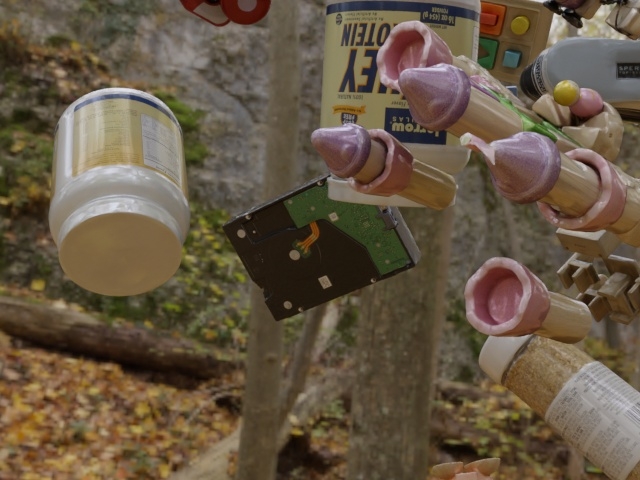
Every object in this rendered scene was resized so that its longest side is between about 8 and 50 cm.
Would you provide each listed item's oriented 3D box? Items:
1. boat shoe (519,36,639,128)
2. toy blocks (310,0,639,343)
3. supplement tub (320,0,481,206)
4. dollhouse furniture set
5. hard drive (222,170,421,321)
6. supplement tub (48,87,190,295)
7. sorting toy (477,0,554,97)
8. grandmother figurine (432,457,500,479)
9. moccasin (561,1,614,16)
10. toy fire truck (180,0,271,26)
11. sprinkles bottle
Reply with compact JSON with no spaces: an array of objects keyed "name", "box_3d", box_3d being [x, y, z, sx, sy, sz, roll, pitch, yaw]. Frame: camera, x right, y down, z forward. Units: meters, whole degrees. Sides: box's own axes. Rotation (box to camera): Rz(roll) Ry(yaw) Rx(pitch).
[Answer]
[{"name":"boat shoe","box_3d":[0.404,-0.192,1.143,0.307,0.113,0.105,-2,-2,-9]},{"name":"toy blocks","box_3d":[0.150,-0.117,0.771,0.260,0.309,0.288,19,23,-41]},{"name":"supplement tub","box_3d":[0.118,-0.221,1.389,0.236,0.324,0.235,3,7,0]},{"name":"dollhouse furniture set","box_3d":[0.549,0.031,1.613,0.212,0.161,0.242,18,-34,58]},{"name":"hard drive","box_3d":[0.000,0.000,1.803,0.339,0.236,0.064,-24,12,27]},{"name":"supplement tub","box_3d":[-0.340,-0.084,1.541,0.229,0.316,0.228,-7,-44,-6]},{"name":"sorting toy","box_3d":[0.391,-0.438,1.966,0.196,0.347,0.047,13,23,11]},{"name":"grandmother figurine","box_3d":[0.262,0.551,1.533,0.208,0.342,0.104,-8,-23,-2]},{"name":"moccasin","box_3d":[0.307,-0.356,1.171,0.342,0.116,0.137,2,-50,-36]},{"name":"toy fire truck","box_3d":[-0.181,-0.564,1.698,0.254,0.169,0.302,26,-61,-29]},{"name":"sprinkles bottle","box_3d":[0.388,0.242,1.270,0.355,0.121,0.121,41,6,32]}]
